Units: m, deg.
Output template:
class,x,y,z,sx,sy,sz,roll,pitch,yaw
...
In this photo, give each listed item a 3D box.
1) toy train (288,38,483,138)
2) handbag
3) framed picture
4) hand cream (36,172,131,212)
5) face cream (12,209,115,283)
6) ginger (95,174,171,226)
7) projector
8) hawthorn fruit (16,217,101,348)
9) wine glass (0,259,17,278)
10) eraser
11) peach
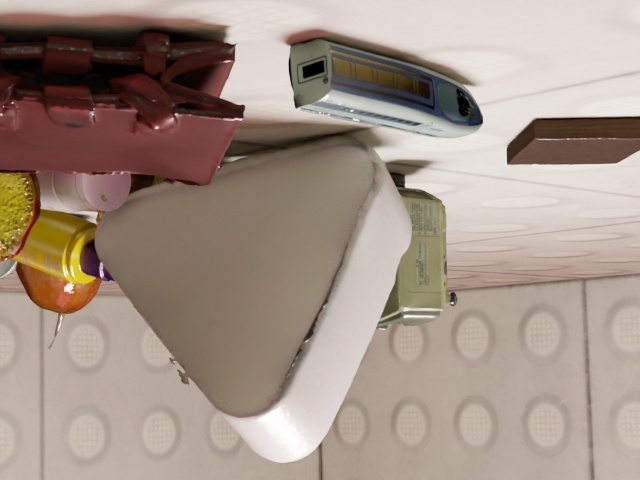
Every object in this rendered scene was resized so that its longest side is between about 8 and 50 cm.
class,x,y,z,sx,sy,sz,roll,pitch,yaw
toy train,0.074,-0.122,1.164,0.048,0.055,0.252,-18,165,39
handbag,-0.201,-0.106,1.135,0.260,0.084,0.275,2,173,-11
framed picture,0.276,-0.104,1.502,0.128,0.023,0.168,-1,174,-2
hand cream,-0.338,-0.070,1.591,0.312,0.070,0.111,4,-179,41
face cream,-0.320,0.002,1.698,0.273,0.078,0.078,19,-176,28
ginger,-0.179,-0.037,1.666,0.216,0.102,0.157,-3,167,27
projector,0.083,0.015,1.769,0.088,0.193,0.269,1,174,-19
hawthorn fruit,-0.377,0.045,2.102,0.149,0.189,0.149,-23,-166,6
wine glass,-0.479,0.000,1.893,0.111,0.111,0.204,-2,173,4
eraser,-0.040,0.029,1.498,0.331,0.331,0.150,-4,152,20
peach,-0.370,-0.045,1.422,0.092,0.127,0.172,-3,171,44
